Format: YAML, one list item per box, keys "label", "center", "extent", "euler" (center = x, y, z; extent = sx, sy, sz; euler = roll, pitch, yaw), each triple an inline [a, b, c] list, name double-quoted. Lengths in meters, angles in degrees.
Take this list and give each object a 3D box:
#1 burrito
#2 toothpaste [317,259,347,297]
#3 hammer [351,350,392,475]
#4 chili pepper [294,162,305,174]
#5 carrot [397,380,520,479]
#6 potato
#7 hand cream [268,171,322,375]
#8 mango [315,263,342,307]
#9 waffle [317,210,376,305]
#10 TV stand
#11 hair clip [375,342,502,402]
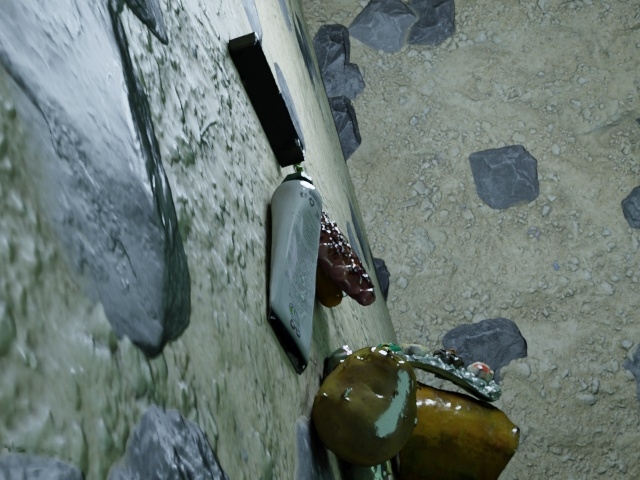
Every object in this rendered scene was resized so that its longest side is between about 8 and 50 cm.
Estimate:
- label: "burrito"
  center: [0.062, 0.307, 1.077]
  extent: [0.096, 0.066, 0.309]
  euler: [40, 34, -73]
- label: "toothpaste"
  center: [0.000, 0.000, 1.449]
  extent: [0.062, 0.039, 0.239]
  euler: [-34, 105, -76]
- label: "hammer"
  center: [0.073, 0.301, 1.288]
  extent: [0.159, 0.041, 0.226]
  euler: [-77, 149, -73]
- label: "chili pepper"
  center: [-0.042, -0.148, 1.529]
  extent: [0.027, 0.022, 0.083]
  euler: [12, 65, -84]
- label: "carrot"
  center: [0.263, 0.456, 1.714]
  extent: [0.241, 0.341, 0.241]
  euler: [14, 90, -84]
- label: "potato"
  center: [0.061, 0.221, 0.977]
  extent: [0.176, 0.137, 0.137]
  euler: [-44, 123, -44]
- label: "hand cream"
  center: [-0.037, 0.023, 1.033]
  extent: [0.336, 0.076, 0.121]
  euler: [-89, 157, -49]
- label: "mango"
  center: [0.011, 0.078, 1.307]
  extent: [0.060, 0.046, 0.089]
  euler: [59, 11, -57]
- label: "waffle"
  center: [0.018, 0.013, 1.283]
  extent: [0.234, 0.055, 0.221]
  euler: [48, 10, -24]
- label: "TV stand"
  center: [-0.087, -0.232, 1.255]
  extent: [0.256, 0.049, 0.040]
  euler: [67, 11, -45]
- label: "hair clip"
  center: [0.272, 0.291, 1.750]
  extent: [0.138, 0.321, 0.091]
  euler: [44, 64, -81]
